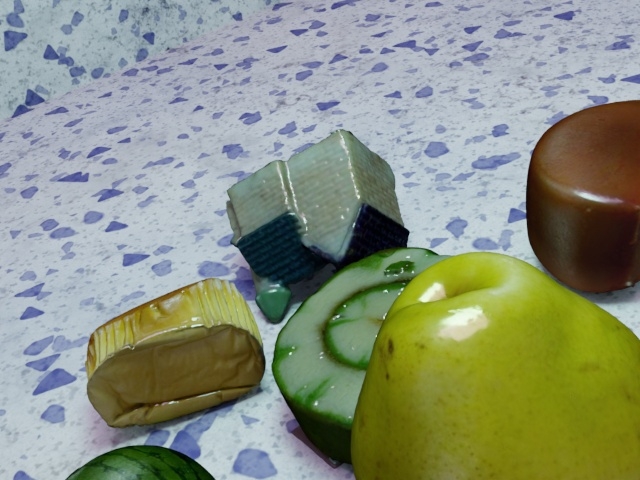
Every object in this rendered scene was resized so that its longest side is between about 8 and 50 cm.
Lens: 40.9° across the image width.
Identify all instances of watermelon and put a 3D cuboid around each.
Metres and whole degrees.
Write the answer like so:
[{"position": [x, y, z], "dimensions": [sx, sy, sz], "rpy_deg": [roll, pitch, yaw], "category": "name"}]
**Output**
[{"position": [-0.222, 0.371, 1.054], "dimensions": [0.242, 0.242, 0.242], "rpy_deg": [-9, 32, 6], "category": "watermelon"}]

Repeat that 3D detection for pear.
[{"position": [0.213, 0.217, 0.973], "dimensions": [0.362, 0.418, 0.362], "rpy_deg": [-25, 19, 9], "category": "pear"}]

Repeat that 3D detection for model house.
[{"position": [-0.001, -0.001, 1.591], "dimensions": [0.298, 0.243, 0.284], "rpy_deg": [-29, 53, 23], "category": "model house"}]

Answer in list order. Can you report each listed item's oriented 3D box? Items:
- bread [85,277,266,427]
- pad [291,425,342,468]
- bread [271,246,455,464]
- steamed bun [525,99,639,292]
[{"position": [-0.242, 0.177, 1.392], "dimensions": [0.288, 0.204, 0.156], "rpy_deg": [-22, 37, -6], "category": "bread"}, {"position": [0.058, 0.269, 1.324], "dimensions": [0.187, 0.006, 0.113], "rpy_deg": [-31, 35, -26], "category": "pad"}, {"position": [0.110, 0.164, 1.291], "dimensions": [0.366, 0.129, 0.382], "rpy_deg": [-14, 35, 16], "category": "bread"}, {"position": [0.497, -0.094, 1.508], "dimensions": [0.248, 0.235, 0.379], "rpy_deg": [19, 45, 33], "category": "steamed bun"}]
